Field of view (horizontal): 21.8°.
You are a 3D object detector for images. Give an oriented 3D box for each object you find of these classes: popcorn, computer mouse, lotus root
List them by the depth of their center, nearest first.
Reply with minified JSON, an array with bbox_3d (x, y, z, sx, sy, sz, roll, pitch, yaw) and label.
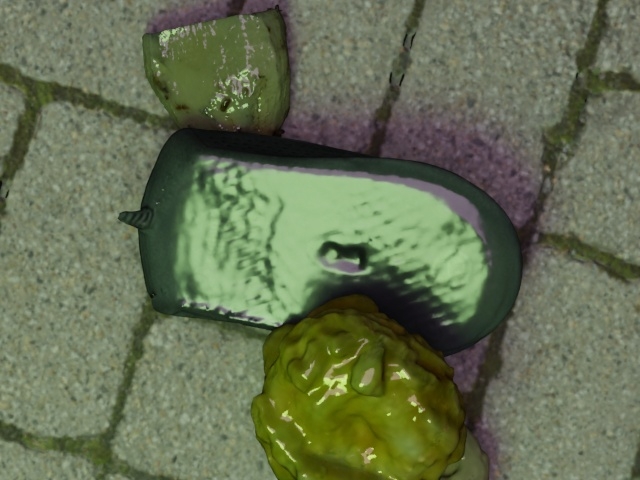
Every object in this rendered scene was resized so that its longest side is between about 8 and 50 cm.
[{"bbox_3d":[0.032,0.146,1.448,0.197,0.155,0.197,1,104,6],"label":"popcorn"},{"bbox_3d":[0.000,0.000,1.534,0.371,0.122,0.188,9,103,2],"label":"computer mouse"},{"bbox_3d":[-0.087,-0.146,1.558,0.143,0.070,0.144,-20,92,4],"label":"lotus root"}]

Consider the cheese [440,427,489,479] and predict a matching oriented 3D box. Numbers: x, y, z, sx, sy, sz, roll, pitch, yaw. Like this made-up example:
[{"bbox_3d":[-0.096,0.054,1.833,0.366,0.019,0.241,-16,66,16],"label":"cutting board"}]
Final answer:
[{"bbox_3d":[0.053,0.280,1.539,0.159,0.093,0.263,24,79,7],"label":"cheese"}]
